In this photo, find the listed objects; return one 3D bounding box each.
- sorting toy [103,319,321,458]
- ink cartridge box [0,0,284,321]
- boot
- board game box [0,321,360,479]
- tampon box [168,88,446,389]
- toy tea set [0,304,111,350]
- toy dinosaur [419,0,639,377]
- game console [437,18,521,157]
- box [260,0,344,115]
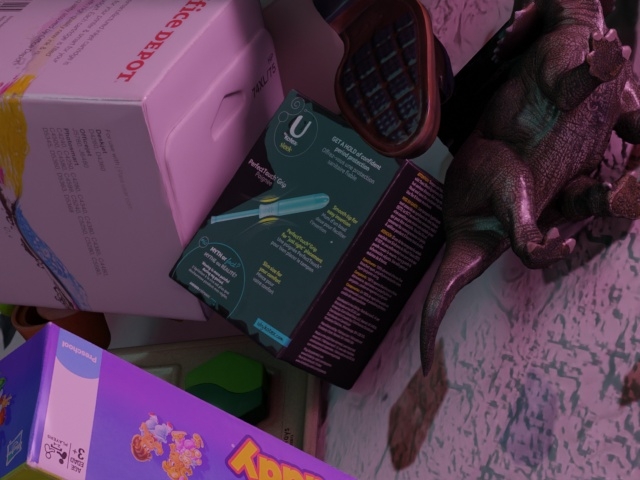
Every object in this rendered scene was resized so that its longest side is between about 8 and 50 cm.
[{"bbox_3d":[-0.108,0.119,1.191,0.229,0.041,0.307,-10,49,17],"label":"sorting toy"},{"bbox_3d":[-0.186,-0.079,1.243,0.270,0.197,0.198,4,36,24],"label":"ink cartridge box"},{"bbox_3d":[0.065,-0.109,1.084,0.082,0.106,0.219,-36,38,19],"label":"boot"},{"bbox_3d":[-0.074,0.193,0.856,0.233,0.347,0.078,-34,38,36],"label":"board game box"},{"bbox_3d":[0.000,0.000,1.129,0.120,0.101,0.161,35,92,35],"label":"tampon box"},{"bbox_3d":[-0.236,-0.016,1.440,0.200,0.124,0.336,-31,29,-12],"label":"toy tea set"},{"bbox_3d":[0.141,-0.057,1.023,0.160,0.121,0.314,22,95,66],"label":"toy dinosaur"},{"bbox_3d":[0.138,-0.115,1.154,0.122,0.071,0.107,-47,62,21],"label":"game console"},{"bbox_3d":[-0.058,-0.130,1.339,0.275,0.113,0.094,-29,18,38],"label":"box"}]
